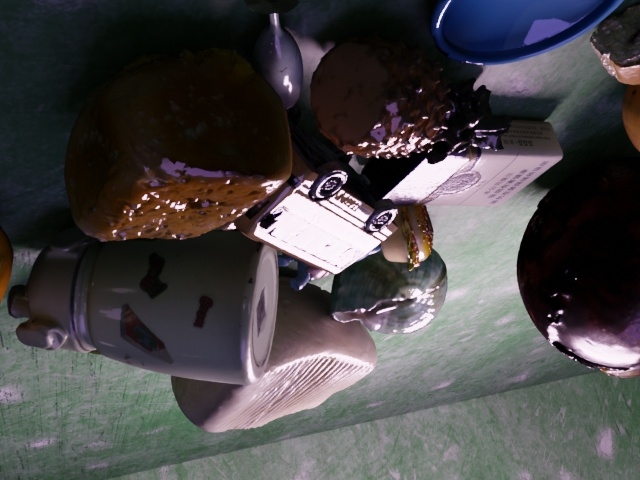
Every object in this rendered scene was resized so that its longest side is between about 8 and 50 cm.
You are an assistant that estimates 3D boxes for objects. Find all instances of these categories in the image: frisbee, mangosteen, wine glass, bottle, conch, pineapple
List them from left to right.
[{"bbox_3d":[-0.243,0.075,1.314,0.352,0.229,0.229,5,160,9],"label":"bottle"},{"bbox_3d":[-0.046,-0.209,1.006,0.066,0.066,0.198,-14,160,-5],"label":"wine glass"},{"bbox_3d":[0.121,0.085,1.702,0.220,0.195,0.277,-30,-174,1],"label":"conch"},{"bbox_3d":[0.115,-0.163,1.152,0.170,0.141,0.310,7,-176,38],"label":"pineapple"},{"bbox_3d":[0.233,-0.278,1.052,0.242,0.045,0.242,-14,159,-6],"label":"frisbee"},{"bbox_3d":[0.535,0.052,1.633,0.381,0.380,0.421,-27,139,26],"label":"mangosteen"}]

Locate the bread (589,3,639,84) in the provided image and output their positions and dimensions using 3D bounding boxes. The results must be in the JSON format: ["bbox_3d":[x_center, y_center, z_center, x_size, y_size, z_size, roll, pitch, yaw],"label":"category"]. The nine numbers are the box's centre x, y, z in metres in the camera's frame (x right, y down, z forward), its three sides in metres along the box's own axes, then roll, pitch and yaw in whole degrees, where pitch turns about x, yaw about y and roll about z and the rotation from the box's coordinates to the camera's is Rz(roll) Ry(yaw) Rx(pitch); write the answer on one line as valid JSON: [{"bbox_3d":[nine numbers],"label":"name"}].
[{"bbox_3d":[0.419,-0.248,1.207,0.125,0.082,0.106,-28,149,20],"label":"bread"}]

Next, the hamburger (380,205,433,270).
[{"bbox_3d":[0.135,-0.021,1.484,0.082,0.141,0.126,-7,124,16],"label":"hamburger"}]

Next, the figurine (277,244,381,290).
[{"bbox_3d":[0.000,0.004,1.480,0.178,0.114,0.144,-35,-167,-30],"label":"figurine"}]

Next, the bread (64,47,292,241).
[{"bbox_3d":[-0.164,-0.104,1.025,0.196,0.176,0.246,1,162,-33],"label":"bread"}]

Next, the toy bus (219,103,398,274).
[{"bbox_3d":[-0.024,-0.059,1.235,0.157,0.139,0.289,-41,154,12],"label":"toy bus"}]

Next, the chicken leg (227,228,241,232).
[{"bbox_3d":[-0.138,0.006,1.481,0.253,0.051,0.106,-28,150,29],"label":"chicken leg"}]

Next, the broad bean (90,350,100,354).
[{"bbox_3d":[-0.318,0.100,1.510,0.228,0.100,0.169,-22,144,15],"label":"broad bean"}]

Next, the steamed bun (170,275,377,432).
[{"bbox_3d":[-0.094,0.182,1.705,0.384,0.236,0.247,0,144,-49],"label":"steamed bun"}]

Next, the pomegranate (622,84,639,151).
[{"bbox_3d":[0.515,-0.181,1.300,0.191,0.191,0.191,-14,158,-6],"label":"pomegranate"}]

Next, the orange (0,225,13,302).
[{"bbox_3d":[-0.499,0.052,1.152,0.249,0.183,0.249,-15,158,-6],"label":"orange"}]

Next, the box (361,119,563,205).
[{"bbox_3d":[0.207,-0.114,1.400,0.259,0.071,0.168,-3,155,-33],"label":"box"}]
